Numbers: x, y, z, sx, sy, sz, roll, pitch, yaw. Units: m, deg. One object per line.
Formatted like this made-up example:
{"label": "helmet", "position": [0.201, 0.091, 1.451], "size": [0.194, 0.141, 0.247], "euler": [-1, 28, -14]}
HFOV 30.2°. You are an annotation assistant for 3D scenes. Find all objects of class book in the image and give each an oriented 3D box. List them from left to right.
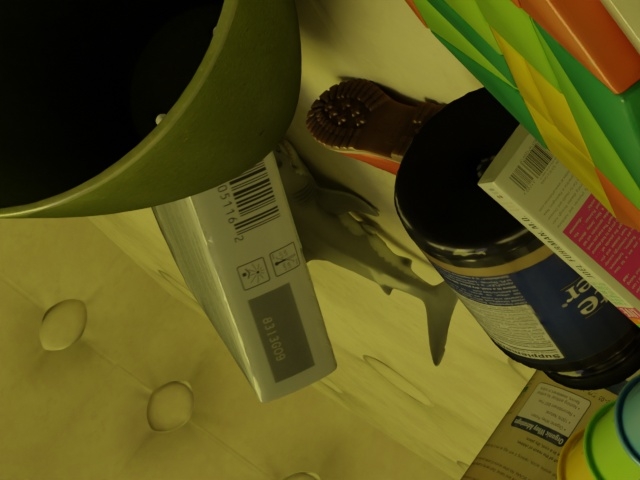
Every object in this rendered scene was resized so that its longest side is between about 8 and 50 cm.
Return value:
{"label": "book", "position": [0.166, -0.022, 0.635], "size": [0.144, 0.096, 0.035], "euler": [41, 169, -15]}

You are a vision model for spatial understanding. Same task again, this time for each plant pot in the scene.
{"label": "plant pot", "position": [-0.122, -0.132, 0.761], "size": [0.275, 0.275, 0.293], "euler": [33, -175, 19]}

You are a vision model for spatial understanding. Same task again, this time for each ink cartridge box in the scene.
{"label": "ink cartridge box", "position": [-0.123, -0.065, 1.176], "size": [0.385, 0.091, 0.308], "euler": [-130, 20, -57]}

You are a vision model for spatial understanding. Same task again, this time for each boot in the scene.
{"label": "boot", "position": [0.058, -0.068, 0.885], "size": [0.158, 0.059, 0.084], "euler": [25, 169, 42]}

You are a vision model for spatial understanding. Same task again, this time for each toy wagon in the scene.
{"label": "toy wagon", "position": [0.091, -0.094, 0.430], "size": [0.344, 0.068, 0.267], "euler": [54, -176, 36]}

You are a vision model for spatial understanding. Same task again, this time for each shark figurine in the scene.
{"label": "shark figurine", "position": [0.015, 0.017, 1.215], "size": [0.278, 0.116, 0.166], "euler": [40, 170, -4]}

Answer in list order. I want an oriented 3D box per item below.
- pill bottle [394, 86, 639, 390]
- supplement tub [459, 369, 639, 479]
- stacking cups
{"label": "pill bottle", "position": [0.143, 0.009, 0.758], "size": [0.123, 0.123, 0.219], "euler": [27, 167, 41]}
{"label": "supplement tub", "position": [0.225, 0.271, 1.062], "size": [0.228, 0.316, 0.228], "euler": [36, 168, 8]}
{"label": "stacking cups", "position": [0.245, 0.116, 0.816], "size": [0.096, 0.096, 0.316], "euler": [34, 154, 14]}
